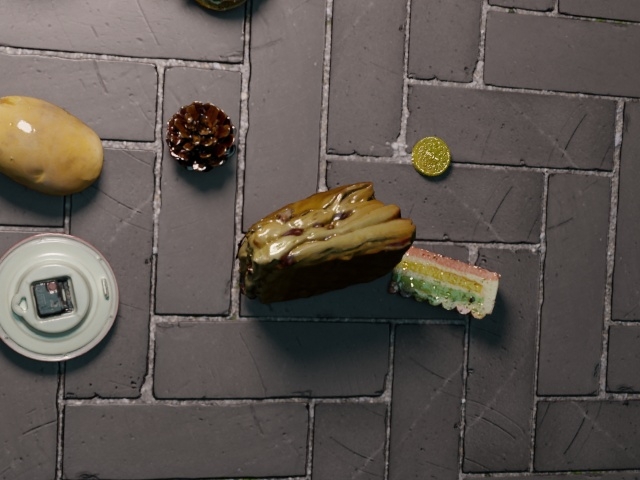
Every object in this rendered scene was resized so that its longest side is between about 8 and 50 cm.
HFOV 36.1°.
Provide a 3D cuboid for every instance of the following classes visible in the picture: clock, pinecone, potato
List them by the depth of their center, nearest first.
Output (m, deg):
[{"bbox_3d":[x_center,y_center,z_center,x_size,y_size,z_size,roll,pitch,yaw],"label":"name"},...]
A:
[{"bbox_3d":[-0.513,-0.170,1.799,0.234,0.146,0.150,25,116,-15],"label":"potato"},{"bbox_3d":[-0.503,0.107,1.849,0.245,0.056,0.244,-1,93,-14],"label":"clock"},{"bbox_3d":[-0.229,-0.198,1.872,0.140,0.121,0.140,0,83,1],"label":"pinecone"}]

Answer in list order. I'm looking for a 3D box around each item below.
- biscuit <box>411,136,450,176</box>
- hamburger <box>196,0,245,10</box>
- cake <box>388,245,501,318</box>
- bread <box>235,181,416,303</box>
[{"bbox_3d":[0.230,-0.175,2.045,0.084,0.023,0.083,0,91,-14],"label":"biscuit"},{"bbox_3d":[-0.181,-0.533,1.874,0.191,0.118,0.181,22,89,-18],"label":"hamburger"},{"bbox_3d":[0.257,0.087,2.057,0.226,0.090,0.109,17,91,4],"label":"cake"},{"bbox_3d":[0.000,0.000,1.890,0.325,0.277,0.167,-11,72,-14],"label":"bread"}]
